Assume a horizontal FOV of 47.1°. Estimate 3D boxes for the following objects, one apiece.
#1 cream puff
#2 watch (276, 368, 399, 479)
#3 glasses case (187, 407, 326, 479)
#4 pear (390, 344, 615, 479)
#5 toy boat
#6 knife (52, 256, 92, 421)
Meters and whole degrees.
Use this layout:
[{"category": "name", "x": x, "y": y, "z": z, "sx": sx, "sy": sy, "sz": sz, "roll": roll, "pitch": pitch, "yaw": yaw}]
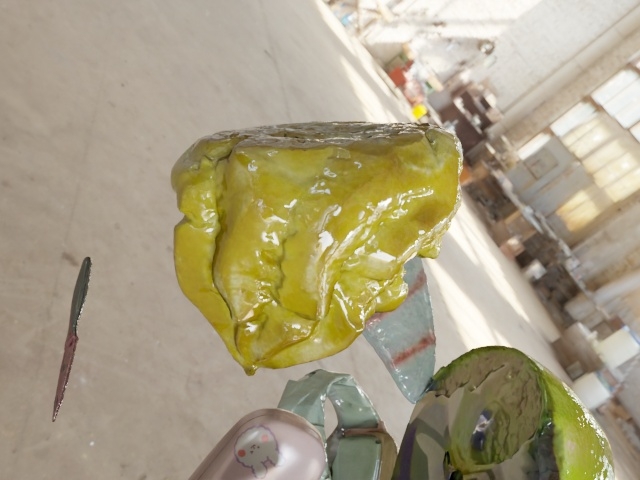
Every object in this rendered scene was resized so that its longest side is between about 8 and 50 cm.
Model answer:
[{"category": "cream puff", "x": 0.001, "y": 0.000, "z": 0.800, "sx": 0.324, "sy": 0.290, "sz": 0.257, "roll": -44, "pitch": 137, "yaw": -71}, {"category": "watch", "x": 0.018, "y": 0.353, "z": 1.240, "sx": 0.241, "sy": 0.161, "sz": 0.253, "roll": 51, "pitch": 40, "yaw": -39}, {"category": "glasses case", "x": -0.109, "y": 0.314, "z": 0.834, "sx": 0.113, "sy": 0.297, "sz": 0.075, "roll": 32, "pitch": 14, "yaw": -21}, {"category": "pear", "x": 0.251, "y": 0.342, "z": 0.995, "sx": 0.165, "sy": 0.399, "sz": 0.399, "roll": 21, "pitch": 25, "yaw": -13}, {"category": "toy boat", "x": 0.075, "y": 0.072, "z": 0.973, "sx": 0.282, "sy": 0.206, "sz": 0.096, "roll": 53, "pitch": -24, "yaw": 11}, {"category": "knife", "x": -0.364, "y": 0.141, "z": 1.083, "sx": 0.018, "sy": 0.035, "sz": 0.248, "roll": 21, "pitch": 65, "yaw": -39}]
